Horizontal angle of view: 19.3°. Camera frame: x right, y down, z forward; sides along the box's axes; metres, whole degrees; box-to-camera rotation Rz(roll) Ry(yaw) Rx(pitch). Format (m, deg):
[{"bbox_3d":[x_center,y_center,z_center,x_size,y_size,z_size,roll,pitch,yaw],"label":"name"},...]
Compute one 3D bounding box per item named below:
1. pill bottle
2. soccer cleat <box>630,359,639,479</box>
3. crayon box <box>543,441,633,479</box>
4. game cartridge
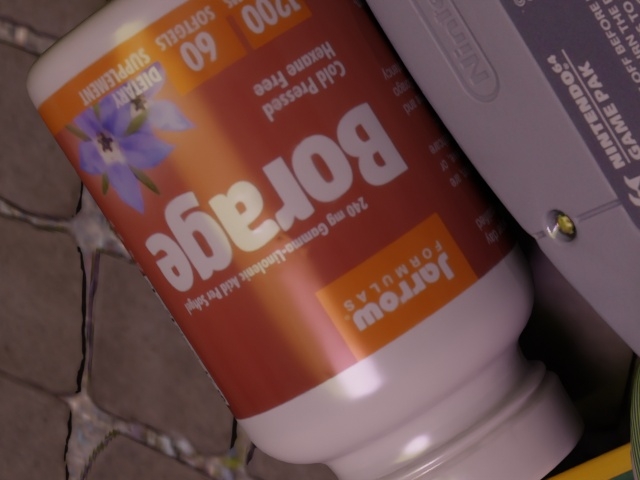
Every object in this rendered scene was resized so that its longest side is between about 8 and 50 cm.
[{"bbox_3d":[0.000,0.000,0.676,0.121,0.121,0.216,-30,94,37],"label":"pill bottle"},{"bbox_3d":[0.144,0.154,0.547,0.121,0.093,0.289,172,92,-72],"label":"soccer cleat"},{"bbox_3d":[0.172,0.129,0.618,0.278,0.081,0.165,-31,69,37],"label":"crayon box"},{"bbox_3d":[0.087,-0.105,0.584,0.196,0.060,0.294,-26,97,52],"label":"game cartridge"}]
